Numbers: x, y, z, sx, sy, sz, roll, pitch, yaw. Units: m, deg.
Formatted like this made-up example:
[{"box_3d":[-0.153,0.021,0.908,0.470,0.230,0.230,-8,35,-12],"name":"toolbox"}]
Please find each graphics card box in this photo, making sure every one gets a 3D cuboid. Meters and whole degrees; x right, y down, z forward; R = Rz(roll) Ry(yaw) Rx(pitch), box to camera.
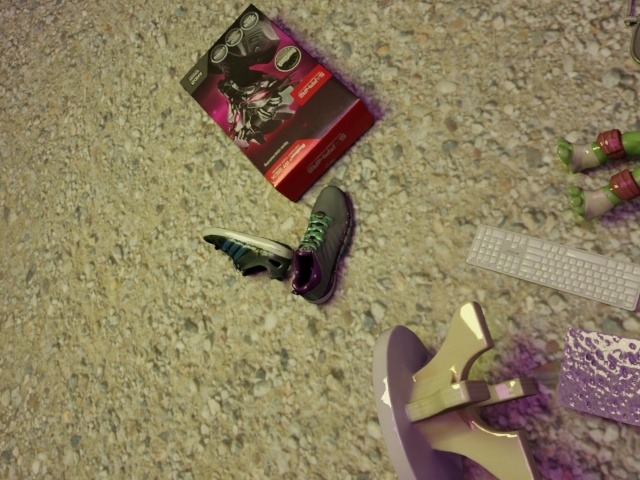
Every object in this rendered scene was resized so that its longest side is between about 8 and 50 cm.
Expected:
[{"box_3d":[-0.098,-0.284,1.131,0.233,0.094,0.371,-45,63,7],"name":"graphics card box"}]

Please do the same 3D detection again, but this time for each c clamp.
[{"box_3d":[0.570,-0.341,0.897,0.160,0.022,0.137,14,82,26],"name":"c clamp"}]

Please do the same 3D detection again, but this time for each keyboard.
[{"box_3d":[0.366,0.038,0.888,0.255,0.014,0.072,17,84,26],"name":"keyboard"}]

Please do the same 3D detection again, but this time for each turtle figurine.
[{"box_3d":[0.462,-0.143,0.768,0.266,0.274,0.198,-24,89,38],"name":"turtle figurine"}]

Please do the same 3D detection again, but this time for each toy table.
[{"box_3d":[0.196,0.236,0.801,0.160,0.252,0.274,-29,74,32],"name":"toy table"}]

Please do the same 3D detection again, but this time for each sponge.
[{"box_3d":[0.435,0.192,0.760,0.210,0.031,0.117,4,82,48],"name":"sponge"}]

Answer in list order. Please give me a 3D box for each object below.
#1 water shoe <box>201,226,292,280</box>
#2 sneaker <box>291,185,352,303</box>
[{"box_3d":[-0.154,0.026,1.083,0.203,0.073,0.080,12,83,26],"name":"water shoe"},{"box_3d":[0.000,0.000,1.009,0.083,0.098,0.224,4,78,24],"name":"sneaker"}]
